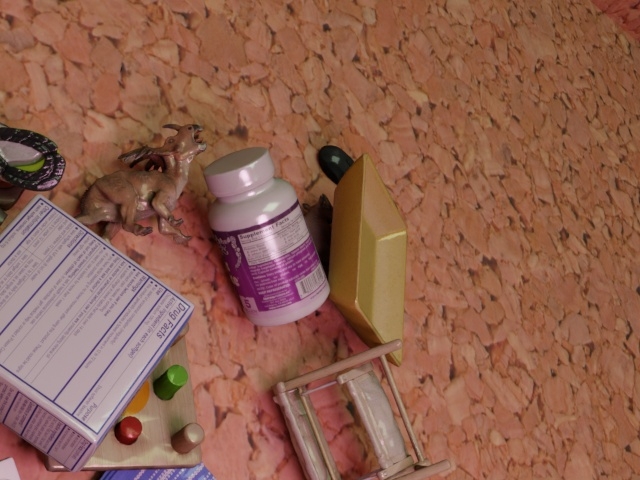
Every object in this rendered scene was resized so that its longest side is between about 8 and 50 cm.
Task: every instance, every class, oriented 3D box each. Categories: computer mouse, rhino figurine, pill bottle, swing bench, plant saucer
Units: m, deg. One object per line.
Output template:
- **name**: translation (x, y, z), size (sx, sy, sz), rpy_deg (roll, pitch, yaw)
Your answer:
- **computer mouse**: translation (0.090, -0.129, 2.425), size (0.242, 0.041, 0.071), rpy_deg (36, 47, -27)
- **rhino figurine**: translation (0.000, 0.000, 2.244), size (0.106, 0.073, 0.243), rpy_deg (33, 47, -34)
- **pill bottle**: translation (-0.105, -0.009, 2.013), size (0.169, 0.169, 0.302), rpy_deg (-42, 119, -47)
- **swing bench**: translation (0.063, 0.344, 2.033), size (0.254, 0.165, 0.253), rpy_deg (-19, 83, -11)
- **plant saucer**: translation (0.092, 0.047, 2.214), size (0.333, 0.081, 0.333), rpy_deg (56, 35, -57)

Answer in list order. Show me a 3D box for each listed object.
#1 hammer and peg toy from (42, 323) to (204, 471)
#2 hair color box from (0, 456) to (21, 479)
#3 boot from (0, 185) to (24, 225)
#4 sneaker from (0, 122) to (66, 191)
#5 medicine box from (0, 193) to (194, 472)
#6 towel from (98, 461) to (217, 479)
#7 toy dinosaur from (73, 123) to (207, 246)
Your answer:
- **hammer and peg toy**: translation (-0.311, 0.281, 1.704), size (0.266, 0.127, 0.361), rpy_deg (7, 59, -32)
- **hair color box**: translation (-0.462, 0.488, 1.502), size (0.185, 0.110, 0.339), rpy_deg (-14, 81, -46)
- **boot**: translation (-0.533, -0.077, 1.786), size (0.087, 0.042, 0.118), rpy_deg (36, 40, -16)
- **sneaker**: translation (-0.553, -0.157, 1.765), size (0.300, 0.121, 0.111), rpy_deg (28, 81, -11)
- **medicine box**: translation (-0.376, 0.131, 1.574), size (0.289, 0.149, 0.263), rpy_deg (36, 53, -4)
- **towel**: translation (-0.224, 0.472, 1.795), size (0.336, 0.040, 0.243), rpy_deg (51, 43, -11)
- **toy dinosaur**: translation (-0.328, -0.087, 1.939), size (0.295, 0.127, 0.200), rpy_deg (-17, 73, -35)
